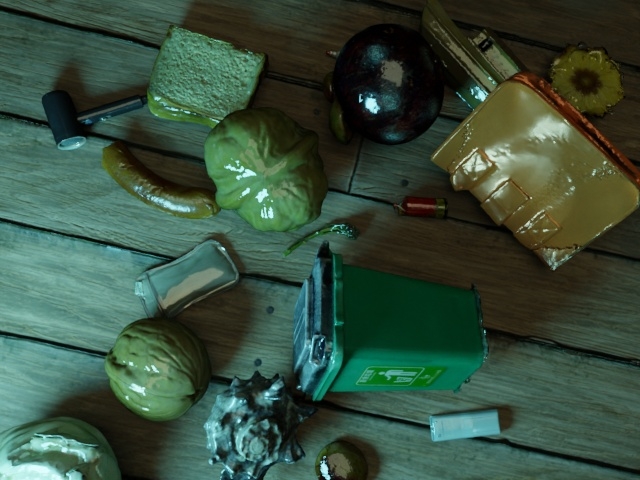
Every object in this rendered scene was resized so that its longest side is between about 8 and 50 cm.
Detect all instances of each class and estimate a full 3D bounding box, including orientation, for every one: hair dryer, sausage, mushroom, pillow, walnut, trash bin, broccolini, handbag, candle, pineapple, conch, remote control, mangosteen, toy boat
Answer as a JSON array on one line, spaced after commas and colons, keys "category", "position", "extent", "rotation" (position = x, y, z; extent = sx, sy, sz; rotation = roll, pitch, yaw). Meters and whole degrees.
[{"category": "hair dryer", "position": [-0.521, -0.318, 1.493], "extent": [0.255, 0.070, 0.128], "rotation": [-23, 84, -14]}, {"category": "sausage", "position": [-0.375, -0.125, 1.462], "extent": [0.302, 0.076, 0.103], "rotation": [29, 83, 0]}, {"category": "mushroom", "position": [0.048, 0.517, 1.423], "extent": [0.123, 0.052, 0.123], "rotation": [1, 79, -6]}, {"category": "pillow", "position": [-0.312, 0.094, 1.458], "extent": [0.232, 0.038, 0.131], "rotation": [-28, 82, -8]}, {"category": "walnut", "position": [-0.117, -0.154, 1.389], "extent": [0.253, 0.277, 0.282], "rotation": [-10, 104, 1]}, {"category": "trash bin", "position": [0.139, 0.187, 1.366], "extent": [0.381, 0.259, 0.295], "rotation": [7, 56, -10]}, {"category": "broccolini", "position": [-0.001, -0.006, 1.501], "extent": [0.194, 0.054, 0.052], "rotation": [-18, 54, 0]}, {"category": "handbag", "position": [0.496, -0.156, 1.441], "extent": [0.410, 0.116, 0.303], "rotation": [43, 126, 1]}, {"category": "candle", "position": [0.240, -0.080, 1.514], "extent": [0.130, 0.052, 0.052], "rotation": [2, 82, -3]}, {"category": "pineapple", "position": [0.655, -0.389, 1.571], "extent": [0.224, 0.076, 0.225], "rotation": [1, 80, -5]}, {"category": "walnut", "position": [-0.350, 0.274, 1.351], "extent": [0.228, 0.228, 0.228], "rotation": [1, 83, -4]}, {"category": "conch", "position": [-0.143, 0.414, 1.315], "extent": [0.186, 0.313, 0.240], "rotation": [36, 39, 25]}, {"category": "remote control", "position": [0.338, 0.431, 1.465], "extent": [0.162, 0.029, 0.061], "rotation": [-6, 81, -4]}, {"category": "mangosteen", "position": [0.143, -0.350, 1.440], "extent": [0.288, 0.288, 0.288], "rotation": [1, 83, -4]}, {"category": "toy boat", "position": [0.398, -0.422, 1.525], "extent": [0.162, 0.136, 0.445], "rotation": [-43, 87, 1]}]

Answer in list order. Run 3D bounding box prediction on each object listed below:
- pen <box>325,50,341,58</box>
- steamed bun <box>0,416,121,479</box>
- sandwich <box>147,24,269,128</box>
[{"category": "pen", "position": [0.120, -0.445, 1.566], "extent": [0.218, 0.026, 0.026], "rotation": [12, 82, -2]}, {"category": "steamed bun", "position": [-0.542, 0.516, 1.294], "extent": [0.394, 0.237, 0.346], "rotation": [-38, 103, 18]}, {"category": "sandwich", "position": [-0.268, -0.375, 1.496], "extent": [0.251, 0.087, 0.226], "rotation": [14, 71, -2]}]
